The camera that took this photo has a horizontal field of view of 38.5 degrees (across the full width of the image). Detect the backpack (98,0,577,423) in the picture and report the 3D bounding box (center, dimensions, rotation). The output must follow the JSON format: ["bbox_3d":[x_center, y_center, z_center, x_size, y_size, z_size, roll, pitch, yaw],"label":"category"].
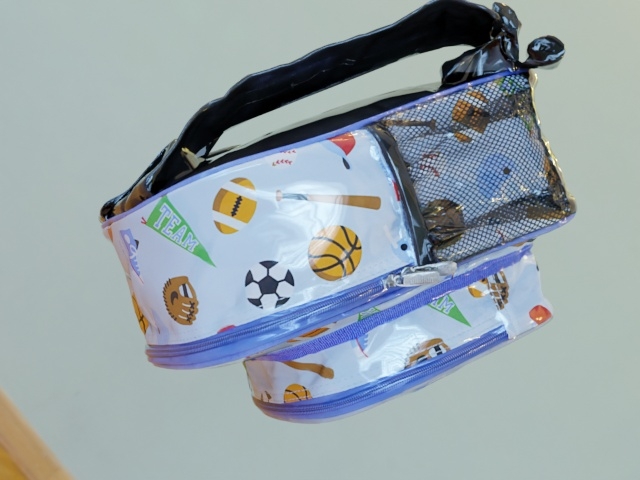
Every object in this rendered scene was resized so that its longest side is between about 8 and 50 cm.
[{"bbox_3d":[0.000,0.000,0.595,0.276,0.263,0.213,152,-76,-69],"label":"backpack"}]
